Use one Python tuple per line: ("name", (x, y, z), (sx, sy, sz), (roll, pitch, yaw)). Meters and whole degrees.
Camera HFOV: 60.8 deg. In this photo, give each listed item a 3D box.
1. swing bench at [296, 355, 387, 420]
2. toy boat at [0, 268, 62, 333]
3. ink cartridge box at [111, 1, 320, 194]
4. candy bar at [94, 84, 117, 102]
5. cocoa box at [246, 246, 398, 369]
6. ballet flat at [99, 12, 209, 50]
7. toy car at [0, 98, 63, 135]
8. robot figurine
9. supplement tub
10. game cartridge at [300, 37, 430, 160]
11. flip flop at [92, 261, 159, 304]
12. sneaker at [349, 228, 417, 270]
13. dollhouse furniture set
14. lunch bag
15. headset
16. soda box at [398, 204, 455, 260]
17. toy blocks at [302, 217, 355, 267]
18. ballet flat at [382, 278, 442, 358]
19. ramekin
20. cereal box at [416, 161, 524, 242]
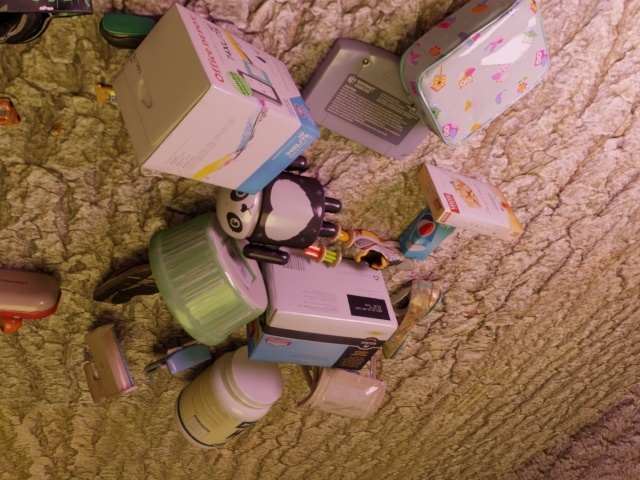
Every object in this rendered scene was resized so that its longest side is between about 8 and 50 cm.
("swing bench", (0.060, 0.411, 1.729), (0.253, 0.254, 0.165), (23, 128, -32))
("toy boat", (-0.773, 0.164, 1.351), (0.231, 0.151, 0.151), (8, 115, -19))
("ink cartridge box", (-0.182, -0.233, 0.967), (0.197, 0.198, 0.270), (-38, 153, 27))
("candy bar", (-0.356, -0.285, 1.070), (0.162, 0.018, 0.040), (0, 137, -11))
("cocoa box", (-0.011, 0.193, 1.496), (0.348, 0.231, 0.227), (11, 133, -22))
("ballet flat", (-0.284, -0.364, 0.972), (0.203, 0.074, 0.074), (-3, 137, -18))
("toy car", (-0.571, -0.237, 1.059), (0.122, 0.040, 0.060), (5, 135, -16))
("robot figurine", (-0.095, -0.072, 1.236), (0.279, 0.209, 0.173), (9, 147, -21))
("supplement tub", (-0.297, 0.506, 1.770), (0.236, 0.235, 0.325), (26, 126, -33))
("game cartridge", (0.117, -0.291, 1.138), (0.295, 0.060, 0.196), (20, 133, -29))
("flip flop", (-0.491, 0.100, 1.420), (0.277, 0.080, 0.112), (-22, 143, 34))
("sneaker", (0.170, 0.050, 1.484), (0.226, 0.092, 0.088), (16, 131, -28))
("dollhouse furniture set", (-0.534, 0.333, 1.664), (0.304, 0.198, 0.286), (-16, 172, -42))
("lunch bag", (0.297, -0.328, 1.057), (0.279, 0.107, 0.224), (-37, 135, 4))
("headset", (-0.533, -0.335, 0.829), (0.395, 0.243, 0.185), (8, 113, 21))
("soda box", (0.298, -0.040, 1.434), (0.071, 0.067, 0.210), (16, 130, -27))
("toy blocks", (0.000, 0.000, 1.409), (0.148, 0.054, 0.123), (22, 112, -31))
("ballet flat", (0.250, 0.242, 1.707), (0.123, 0.123, 0.348), (10, 134, -21))
("ramekin", (-0.251, 0.080, 1.287), (0.148, 0.303, 0.303), (-27, 135, 8))
("cereal box", (0.358, -0.092, 1.314), (0.240, 0.172, 0.047), (13, 132, -25))
